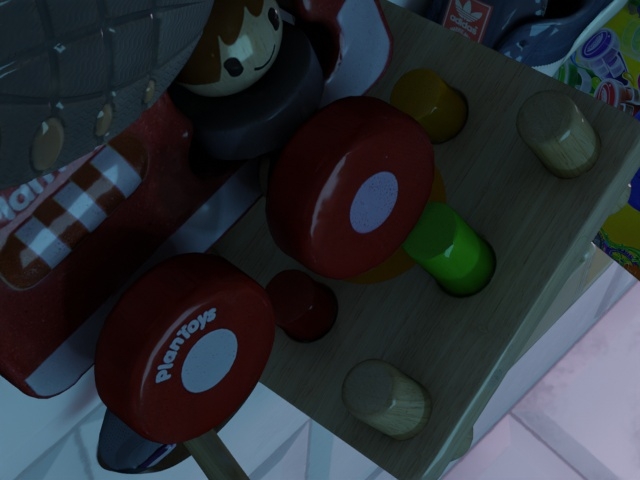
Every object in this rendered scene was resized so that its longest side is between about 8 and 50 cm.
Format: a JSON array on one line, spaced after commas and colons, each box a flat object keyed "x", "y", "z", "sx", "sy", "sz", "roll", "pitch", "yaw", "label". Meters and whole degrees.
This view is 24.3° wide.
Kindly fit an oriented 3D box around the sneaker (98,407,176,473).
[{"x": -0.123, "y": 0.072, "z": 1.093, "sx": 0.098, "sy": 0.083, "sz": 0.223, "roll": 16, "pitch": 109, "yaw": -50, "label": "sneaker"}]

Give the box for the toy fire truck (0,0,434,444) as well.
[{"x": -0.090, "y": -0.061, "z": 0.764, "sx": 0.302, "sy": 0.169, "sz": 0.254, "roll": -45, "pitch": 143, "yaw": -14, "label": "toy fire truck"}]

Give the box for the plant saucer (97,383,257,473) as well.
[{"x": -0.108, "y": 0.137, "z": 1.292, "sx": 0.198, "sy": 0.036, "sz": 0.198, "roll": -42, "pitch": 161, "yaw": -18, "label": "plant saucer"}]

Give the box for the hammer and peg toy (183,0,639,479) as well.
[{"x": 0.001, "y": 0.028, "z": 0.923, "sx": 0.361, "sy": 0.266, "sz": 0.127, "roll": -56, "pitch": 146, "yaw": -2, "label": "hammer and peg toy"}]

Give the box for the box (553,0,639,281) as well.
[{"x": 0.305, "y": -0.152, "z": 1.267, "sx": 0.177, "sy": 0.279, "sz": 0.290, "roll": -24, "pitch": 149, "yaw": -53, "label": "box"}]

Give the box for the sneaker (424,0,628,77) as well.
[{"x": 0.109, "y": -0.134, "z": 1.114, "sx": 0.350, "sy": 0.131, "sz": 0.148, "roll": -56, "pitch": 159, "yaw": -1, "label": "sneaker"}]

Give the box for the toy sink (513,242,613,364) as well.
[{"x": 0.194, "y": 0.021, "z": 1.570, "sx": 0.234, "sy": 0.153, "sz": 0.131, "roll": -42, "pitch": 161, "yaw": -17, "label": "toy sink"}]

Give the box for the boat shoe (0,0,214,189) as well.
[{"x": -0.181, "y": -0.091, "z": 0.508, "sx": 0.355, "sy": 0.130, "sz": 0.132, "roll": -17, "pitch": 141, "yaw": -49, "label": "boat shoe"}]
